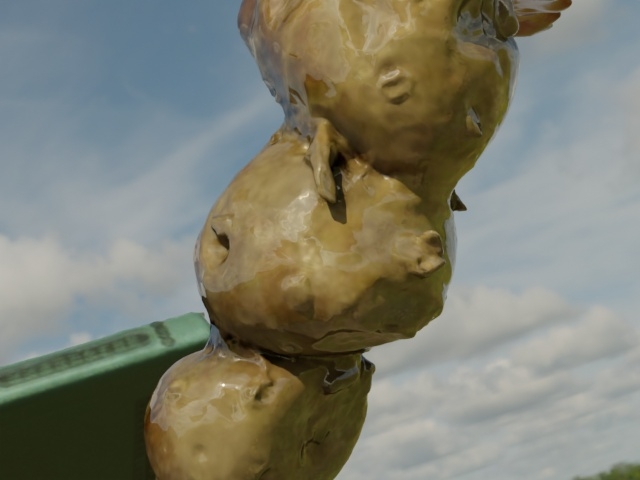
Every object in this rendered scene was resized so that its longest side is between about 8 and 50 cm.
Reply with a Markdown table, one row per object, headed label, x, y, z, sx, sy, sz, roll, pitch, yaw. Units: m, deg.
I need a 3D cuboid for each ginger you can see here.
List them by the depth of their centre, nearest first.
| label | x | y | z | sx | sy | sz | roll | pitch | yaw |
| --- | --- | --- | --- | --- | --- | --- | --- | --- | --- |
| ginger | 0.000 | 0.000 | 0.383 | 0.104 | 0.204 | 0.080 | 22 | 10 | 39 |

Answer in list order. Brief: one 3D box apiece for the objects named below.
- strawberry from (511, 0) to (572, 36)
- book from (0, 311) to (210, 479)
| label | x | y | z | sx | sy | sz | roll | pitch | yaw |
| --- | --- | --- | --- | --- | --- | --- | --- | --- | --- |
| strawberry | 0.045 | -0.143 | 0.636 | 0.174 | 0.098 | 0.228 | -17 | 4 | 8 |
| book | -0.226 | 0.176 | 0.525 | 0.379 | 0.031 | 0.264 | -16 | -43 | -27 |
